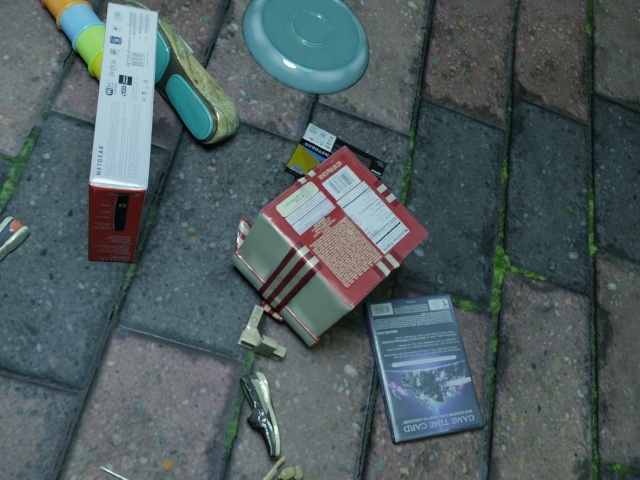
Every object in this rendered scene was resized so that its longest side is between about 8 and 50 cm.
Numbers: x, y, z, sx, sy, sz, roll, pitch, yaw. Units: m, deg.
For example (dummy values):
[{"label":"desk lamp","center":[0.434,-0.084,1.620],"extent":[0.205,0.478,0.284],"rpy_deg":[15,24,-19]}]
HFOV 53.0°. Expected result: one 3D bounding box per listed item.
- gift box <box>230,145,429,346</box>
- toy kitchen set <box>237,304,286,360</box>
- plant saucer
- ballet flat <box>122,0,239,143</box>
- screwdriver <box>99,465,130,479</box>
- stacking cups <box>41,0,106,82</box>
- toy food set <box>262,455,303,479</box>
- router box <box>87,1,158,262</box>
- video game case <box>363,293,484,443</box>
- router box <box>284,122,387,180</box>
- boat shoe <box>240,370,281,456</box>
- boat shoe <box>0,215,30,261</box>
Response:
[{"label":"gift box","center":[0.000,0.000,1.171],"extent":[0.255,0.258,0.276],"rpy_deg":[-35,81,-30]},{"label":"toy kitchen set","center":[-0.094,0.165,1.171],"extent":[0.083,0.068,0.075],"rpy_deg":[25,61,-9]},{"label":"plant saucer","center":[-0.025,-0.488,1.509],"extent":[0.318,0.043,0.317],"rpy_deg":[8,64,-16]},{"label":"ballet flat","center":[-0.286,-0.345,1.318],"extent":[0.123,0.123,0.348],"rpy_deg":[-32,80,-29]},{"label":"screwdriver","center":[-0.276,0.399,1.025],"extent":[0.170,0.025,0.024],"rpy_deg":[30,60,-6]},{"label":"stacking cups","center":[-0.472,-0.431,1.286],"extent":[0.096,0.096,0.316],"rpy_deg":[-32,81,-29]},{"label":"toy food set","center":[-0.043,0.432,1.100],"extent":[0.122,0.019,0.078],"rpy_deg":[48,60,-4]},{"label":"router box","center":[-0.341,-0.168,1.099],"extent":[0.082,0.301,0.335],"rpy_deg":[5,65,-18]},{"label":"video game case","center":[0.203,0.245,1.270],"extent":[0.196,0.026,0.274],"rpy_deg":[-3,69,-21]},{"label":"router box","center":[0.029,-0.151,1.323],"extent":[0.179,0.133,0.046],"rpy_deg":[26,60,-7]},{"label":"boat shoe","center":[-0.105,0.304,1.117],"extent":[0.049,0.056,0.152],"rpy_deg":[-8,61,-18]},{"label":"boat shoe","center":[-0.556,0.014,1.083],"extent":[0.043,0.049,0.137],"rpy_deg":[35,57,2]}]
